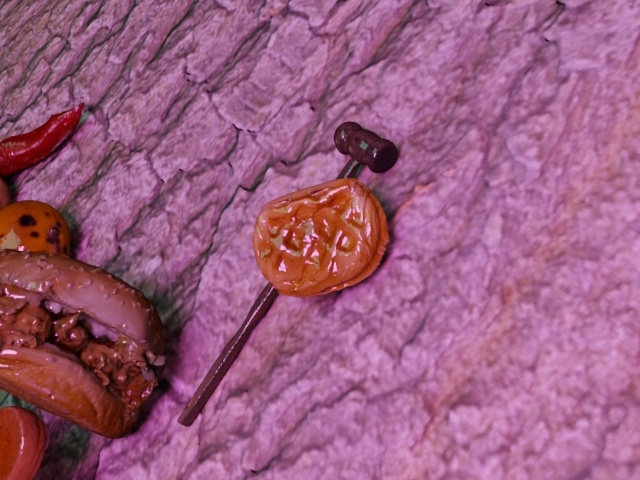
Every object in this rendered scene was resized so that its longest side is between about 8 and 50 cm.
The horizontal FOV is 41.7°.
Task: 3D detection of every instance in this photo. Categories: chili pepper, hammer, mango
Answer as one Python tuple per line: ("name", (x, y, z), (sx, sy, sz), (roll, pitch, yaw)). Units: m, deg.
("chili pepper", (-0.386, -0.112, 1.064), (0.268, 0.059, 0.050), (-17, 94, 29))
("hammer", (-0.037, 0.032, 0.699), (0.292, 0.029, 0.058), (-56, 43, 2))
("mango", (-0.339, 0.036, 0.903), (0.178, 0.090, 0.115), (-46, 47, 9))

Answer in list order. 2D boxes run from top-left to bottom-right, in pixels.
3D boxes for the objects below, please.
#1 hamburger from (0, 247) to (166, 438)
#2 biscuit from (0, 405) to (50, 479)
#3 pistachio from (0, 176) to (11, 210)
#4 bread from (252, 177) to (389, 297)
("hamburger", (-0.236, 0.080, 0.728), (0.215, 0.189, 0.122), (-7, 54, 55))
("biscuit", (-0.276, 0.232, 0.693), (0.324, 0.049, 0.205), (44, 106, 35))
("pistachio", (-0.473, -0.036, 1.052), (0.189, 0.100, 0.110), (-11, 56, 34))
("bread", (0.000, 0.000, 0.650), (0.111, 0.044, 0.083), (-19, 82, 18))
